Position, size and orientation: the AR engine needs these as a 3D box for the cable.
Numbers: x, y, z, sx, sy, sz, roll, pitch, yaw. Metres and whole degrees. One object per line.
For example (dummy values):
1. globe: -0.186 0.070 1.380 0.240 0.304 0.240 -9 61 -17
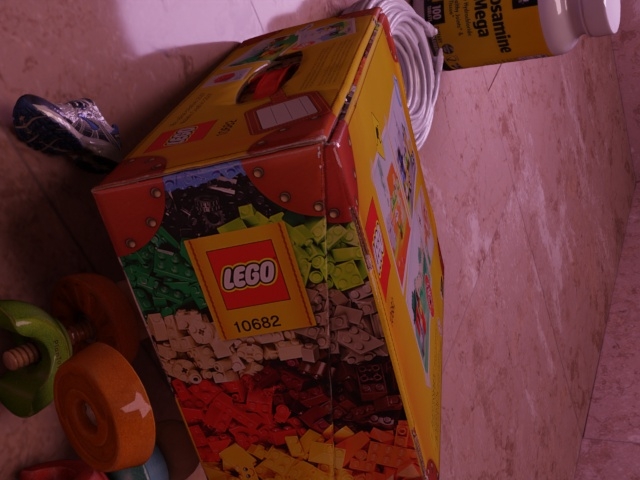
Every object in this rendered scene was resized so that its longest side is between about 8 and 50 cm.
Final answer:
1. cable: 0.100 -0.255 1.315 0.257 0.089 0.257 32 62 -54

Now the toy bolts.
1. toy bolts: -0.163 0.149 0.734 0.158 0.218 0.228 -21 114 -44

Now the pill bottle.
1. pill bottle: 0.348 -0.414 1.503 0.188 0.334 0.188 7 82 -59

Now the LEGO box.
1. LEGO box: 0.000 0.000 0.888 0.500 0.193 0.372 -71 148 -63

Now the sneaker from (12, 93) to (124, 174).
1. sneaker: -0.234 -0.109 0.786 0.135 0.052 0.058 38 46 -61
